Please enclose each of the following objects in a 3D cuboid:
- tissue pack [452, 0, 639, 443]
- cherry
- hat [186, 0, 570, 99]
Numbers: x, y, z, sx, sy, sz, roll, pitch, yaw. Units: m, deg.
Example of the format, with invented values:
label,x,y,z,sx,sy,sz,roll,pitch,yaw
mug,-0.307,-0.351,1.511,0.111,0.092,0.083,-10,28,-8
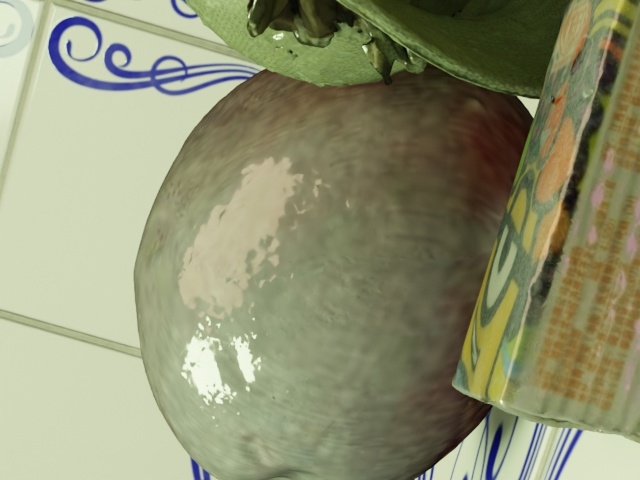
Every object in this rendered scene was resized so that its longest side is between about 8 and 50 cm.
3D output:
label,x,y,z,sx,sy,sz,roll,pitch,yaw
tissue pack,0.095,-0.011,0.581,0.108,0.060,0.148,162,125,-85
cherry,0.009,0.015,0.840,0.266,0.184,0.213,131,144,-52
hat,0.010,-0.138,0.720,0.130,0.257,0.257,-39,28,44
